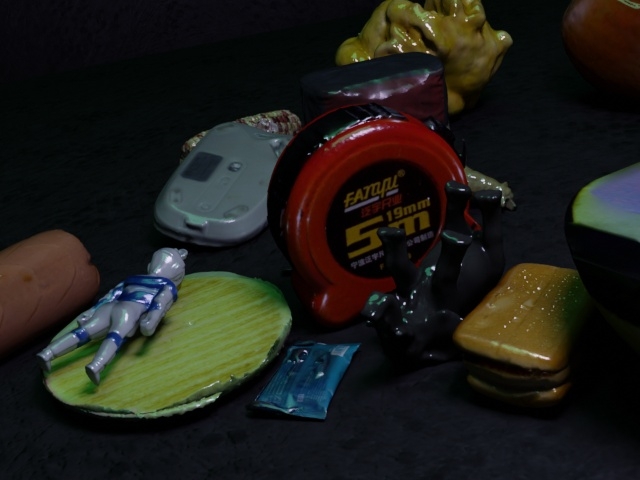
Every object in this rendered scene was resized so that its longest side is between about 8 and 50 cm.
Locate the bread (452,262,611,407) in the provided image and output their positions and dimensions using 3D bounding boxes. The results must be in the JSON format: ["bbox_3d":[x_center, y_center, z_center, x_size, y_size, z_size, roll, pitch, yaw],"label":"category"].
[{"bbox_3d":[0.220,0.091,0.910,0.116,0.077,0.200,4,25,33],"label":"bread"}]

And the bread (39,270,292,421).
[{"bbox_3d":[-0.171,0.120,1.039,0.301,0.045,0.301,-9,25,4],"label":"bread"}]

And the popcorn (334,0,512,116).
[{"bbox_3d":[0.210,-0.345,1.755,0.316,0.297,0.281,-31,50,36],"label":"popcorn"}]

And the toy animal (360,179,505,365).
[{"bbox_3d":[0.128,0.042,0.958,0.245,0.146,0.114,-28,41,-30],"label":"toy animal"}]

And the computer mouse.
[{"bbox_3d":[-0.140,-0.088,1.455,0.197,0.095,0.331,13,39,17],"label":"computer mouse"}]

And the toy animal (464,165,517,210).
[{"bbox_3d":[0.181,-0.082,1.341,0.218,0.103,0.101,7,4,44],"label":"toy animal"}]

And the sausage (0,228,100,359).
[{"bbox_3d":[-0.407,0.085,1.115,0.121,0.121,0.304,9,29,37],"label":"sausage"}]

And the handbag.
[{"bbox_3d":[0.098,-0.204,1.516,0.254,0.181,0.181,-17,27,-16],"label":"handbag"}]

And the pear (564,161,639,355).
[{"bbox_3d":[0.428,0.051,0.805,0.398,0.165,0.399,-8,23,3],"label":"pear"}]

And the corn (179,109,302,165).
[{"bbox_3d":[-0.136,-0.179,1.669,0.098,0.098,0.289,13,28,42],"label":"corn"}]

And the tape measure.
[{"bbox_3d":[0.065,-0.037,1.063,0.253,0.260,0.114,-21,27,-12],"label":"tape measure"}]

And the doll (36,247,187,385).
[{"bbox_3d":[-0.213,0.078,1.031,0.114,0.057,0.227,0,36,35],"label":"doll"}]

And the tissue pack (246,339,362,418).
[{"bbox_3d":[-0.015,0.141,0.951,0.085,0.028,0.138,0,28,20],"label":"tissue pack"}]

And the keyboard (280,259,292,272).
[{"bbox_3d":[0.000,0.002,1.290,0.074,0.015,0.196,0,25,13],"label":"keyboard"}]

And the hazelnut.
[{"bbox_3d":[0.632,-0.398,1.641,0.372,0.315,0.372,-4,53,6],"label":"hazelnut"}]
